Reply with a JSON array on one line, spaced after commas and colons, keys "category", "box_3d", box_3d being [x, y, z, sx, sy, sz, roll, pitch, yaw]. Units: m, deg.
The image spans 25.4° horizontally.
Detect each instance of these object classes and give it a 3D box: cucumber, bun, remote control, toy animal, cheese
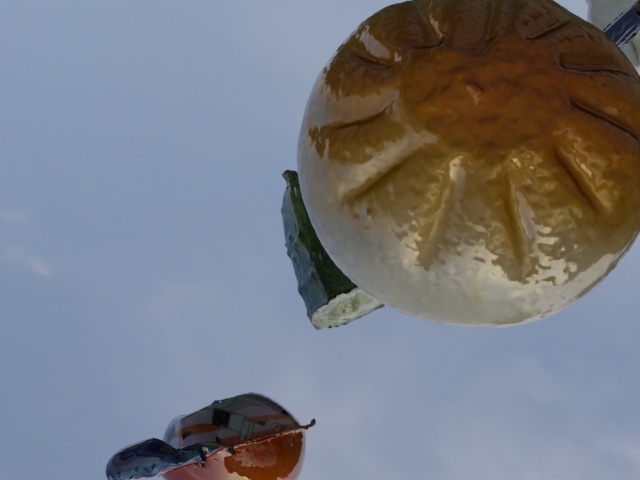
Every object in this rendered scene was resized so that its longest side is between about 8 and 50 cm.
[{"category": "cucumber", "box_3d": [0.003, -0.001, 2.006, 0.134, 0.134, 0.244, -5, -119, -41]}, {"category": "bun", "box_3d": [0.124, -0.084, 1.134, 0.299, 0.165, 0.299, -1, -113, 2]}, {"category": "remote control", "box_3d": [0.277, -0.186, 1.397, 0.028, 0.212, 0.059, 47, -118, 4]}, {"category": "toy animal", "box_3d": [0.490, -0.292, 1.962, 0.282, 0.140, 0.138, 6, -161, -41]}, {"category": "cheese", "box_3d": [-0.126, 0.258, 1.708, 0.329, 0.217, 0.129, 5, -115, -62]}]
